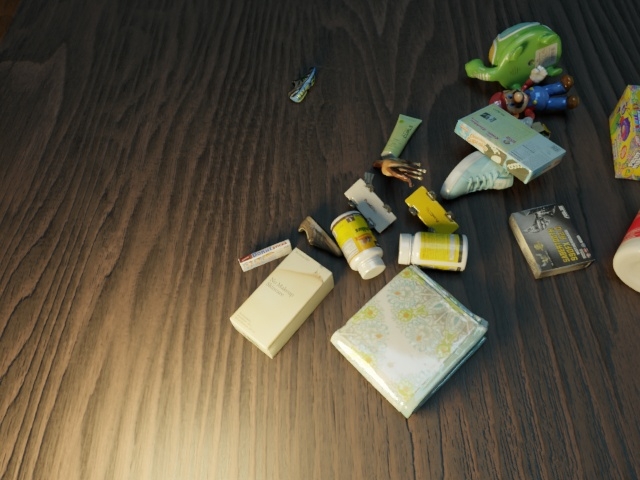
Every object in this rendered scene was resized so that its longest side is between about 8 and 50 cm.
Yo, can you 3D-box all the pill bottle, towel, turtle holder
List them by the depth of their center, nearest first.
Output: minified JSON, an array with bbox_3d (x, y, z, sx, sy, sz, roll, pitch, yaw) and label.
[{"bbox_3d":[0.271,0.284,1.482,0.374,0.090,0.320,-40,62,-17],"label":"towel"},{"bbox_3d":[1.091,-0.037,1.515,0.229,0.229,0.407,33,68,21],"label":"pill bottle"},{"bbox_3d":[0.359,0.033,1.598,0.209,0.119,0.119,4,60,7],"label":"pill bottle"},{"bbox_3d":[0.127,0.016,1.625,0.117,0.117,0.215,-23,64,-9],"label":"pill bottle"},{"bbox_3d":[0.765,-0.711,1.956,0.320,0.243,0.227,-43,40,24],"label":"turtle holder"}]

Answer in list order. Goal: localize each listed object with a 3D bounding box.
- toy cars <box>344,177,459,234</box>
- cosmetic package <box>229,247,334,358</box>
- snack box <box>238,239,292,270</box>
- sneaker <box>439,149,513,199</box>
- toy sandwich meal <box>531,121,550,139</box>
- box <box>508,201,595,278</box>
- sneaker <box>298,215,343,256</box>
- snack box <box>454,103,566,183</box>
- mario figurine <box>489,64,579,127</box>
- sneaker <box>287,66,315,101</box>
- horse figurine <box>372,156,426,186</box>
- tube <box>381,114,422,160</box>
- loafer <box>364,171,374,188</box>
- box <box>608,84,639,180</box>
[{"bbox_3d":[0.277,-0.106,1.701,0.394,0.087,0.176,9,95,12],"label":"toy cars"},{"bbox_3d":[-0.114,0.192,1.550,0.160,0.113,0.309,33,69,21],"label":"cosmetic package"},{"bbox_3d":[-0.183,0.051,1.664,0.178,0.064,0.022,-22,62,-8],"label":"snack box"},{"bbox_3d":[0.587,-0.232,1.723,0.366,0.135,0.150,-33,58,-14],"label":"sneaker"},{"bbox_3d":[0.825,-0.409,1.866,0.086,0.029,0.085,-2,60,4],"label":"toy sandwich meal"},{"bbox_3d":[0.749,-0.003,1.623,0.183,0.056,0.231,-12,59,-3],"label":"box"},{"bbox_3d":[0.000,0.000,1.691,0.071,0.066,0.188,-45,66,8],"label":"sneaker"},{"bbox_3d":[0.644,-0.340,1.700,0.187,0.060,0.322,-28,58,-25],"label":"snack box"},{"bbox_3d":[0.790,-0.527,1.841,0.321,0.170,0.198,-12,44,1],"label":"mario figurine"},{"bbox_3d":[-0.076,-0.659,2.064,0.078,0.067,0.188,27,69,12],"label":"sneaker"},{"bbox_3d":[0.272,-0.251,1.724,0.174,0.066,0.263,11,19,2],"label":"horse figurine"},{"bbox_3d":[0.303,-0.395,1.888,0.070,0.062,0.240,42,58,-19],"label":"tube"},{"bbox_3d":[0.179,-0.196,1.791,0.039,0.045,0.125,2,57,-2],"label":"loafer"},{"bbox_3d":[1.196,-0.366,1.728,0.279,0.177,0.290,7,61,10],"label":"box"}]
